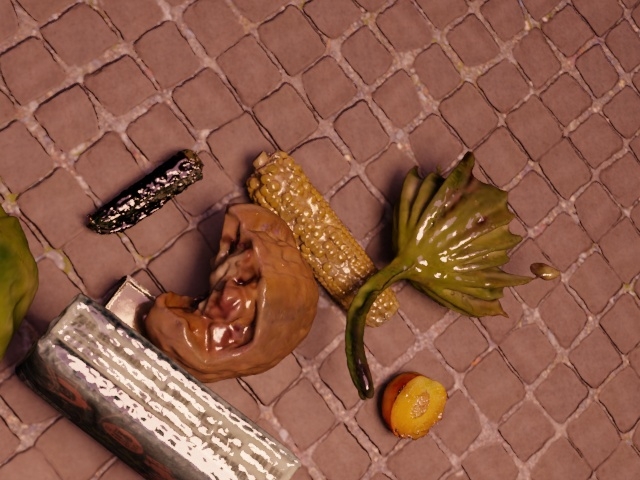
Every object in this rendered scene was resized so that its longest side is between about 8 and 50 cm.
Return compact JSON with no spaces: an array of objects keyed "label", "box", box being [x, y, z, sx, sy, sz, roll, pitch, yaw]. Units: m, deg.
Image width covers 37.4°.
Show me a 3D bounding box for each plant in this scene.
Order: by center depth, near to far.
[{"label":"plant","box":[0.140,0.023,1.239,0.333,0.180,0.251,-22,79,-50]}]

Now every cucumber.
[{"label":"cucumber","box":[-0.225,-0.062,1.232,0.181,0.053,0.053,-35,94,-20]}]

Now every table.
[{"label":"table","box":[-0.243,0.101,1.188,0.079,0.062,0.083,39,69,-11]}]

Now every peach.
[{"label":"peach","box":[0.124,0.226,1.310,0.098,0.061,0.098,-7,105,-29]}]

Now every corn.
[{"label":"corn","box":[0.000,0.000,1.289,0.086,0.086,0.288,-43,99,-22]}]

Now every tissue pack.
[{"label":"tissue pack","box":[-0.199,0.205,1.097,0.315,0.228,0.103,40,65,-10]}]

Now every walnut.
[{"label":"walnut","box":[-0.084,0.085,1.176,0.238,0.141,0.204,-54,135,-15]}]

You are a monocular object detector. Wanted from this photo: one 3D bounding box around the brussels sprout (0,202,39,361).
[{"label":"brussels sprout","box":[-0.454,0.053,1.027,0.259,0.227,0.294,26,101,-16]}]
